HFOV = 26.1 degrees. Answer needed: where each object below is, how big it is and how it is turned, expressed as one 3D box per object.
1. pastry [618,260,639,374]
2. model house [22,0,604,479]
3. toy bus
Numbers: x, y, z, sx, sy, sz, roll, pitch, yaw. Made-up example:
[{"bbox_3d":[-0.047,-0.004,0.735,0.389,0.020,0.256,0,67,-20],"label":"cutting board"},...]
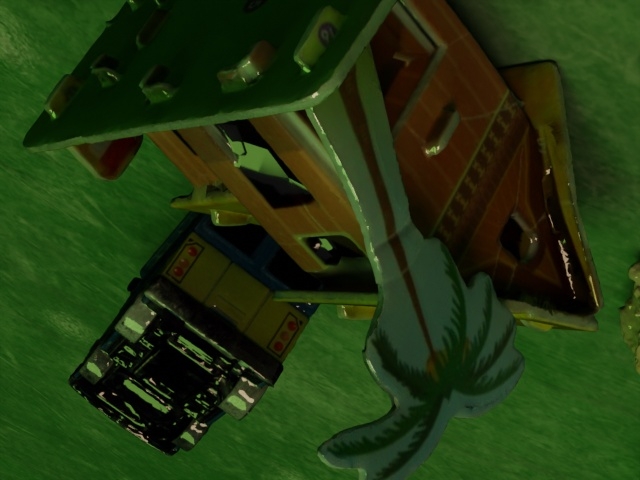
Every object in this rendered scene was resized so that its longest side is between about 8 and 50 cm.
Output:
[{"bbox_3d":[0.327,0.087,0.971,0.258,0.089,0.121,12,131,26],"label":"pastry"},{"bbox_3d":[0.000,0.000,0.902,0.300,0.340,0.323,-4,137,47],"label":"model house"},{"bbox_3d":[-0.109,0.075,1.253,0.138,0.175,0.287,37,149,-7],"label":"toy bus"}]
